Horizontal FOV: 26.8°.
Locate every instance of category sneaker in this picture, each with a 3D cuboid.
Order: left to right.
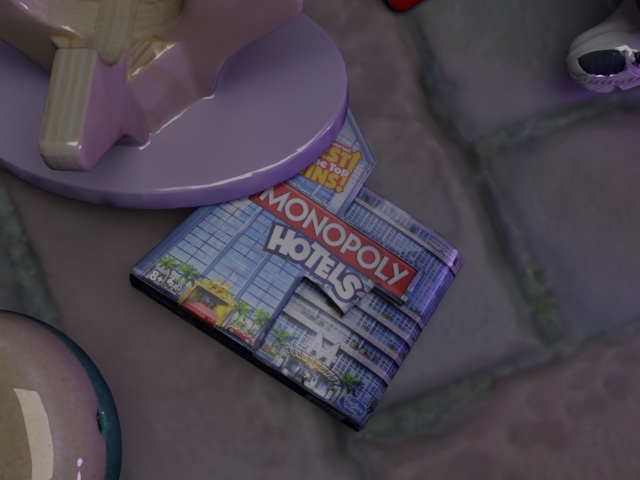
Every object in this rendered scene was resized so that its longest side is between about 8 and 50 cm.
[{"bbox_3d":[0.258,-0.214,1.006,0.235,0.094,0.153,-25,82,-12],"label":"sneaker"}]

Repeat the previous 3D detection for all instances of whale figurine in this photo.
[{"bbox_3d":[-0.254,0.145,0.859,0.272,0.141,0.216,-16,80,14],"label":"whale figurine"}]

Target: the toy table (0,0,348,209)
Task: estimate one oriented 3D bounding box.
[{"bbox_3d":[-0.124,-0.134,0.872,0.274,0.161,0.252,-7,66,2],"label":"toy table"}]

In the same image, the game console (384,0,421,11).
[{"bbox_3d":[0.074,-0.264,1.031,0.144,0.085,0.124,-33,116,-12],"label":"game console"}]

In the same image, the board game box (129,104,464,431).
[{"bbox_3d":[0.000,0.000,0.943,0.194,0.060,0.194,32,77,0],"label":"board game box"}]

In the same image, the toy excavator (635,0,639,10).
[{"bbox_3d":[0.438,-0.232,0.930,0.445,0.222,0.433,-16,85,-34],"label":"toy excavator"}]
